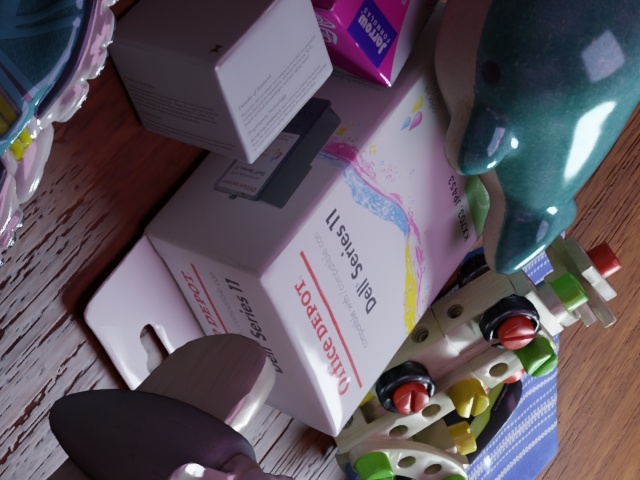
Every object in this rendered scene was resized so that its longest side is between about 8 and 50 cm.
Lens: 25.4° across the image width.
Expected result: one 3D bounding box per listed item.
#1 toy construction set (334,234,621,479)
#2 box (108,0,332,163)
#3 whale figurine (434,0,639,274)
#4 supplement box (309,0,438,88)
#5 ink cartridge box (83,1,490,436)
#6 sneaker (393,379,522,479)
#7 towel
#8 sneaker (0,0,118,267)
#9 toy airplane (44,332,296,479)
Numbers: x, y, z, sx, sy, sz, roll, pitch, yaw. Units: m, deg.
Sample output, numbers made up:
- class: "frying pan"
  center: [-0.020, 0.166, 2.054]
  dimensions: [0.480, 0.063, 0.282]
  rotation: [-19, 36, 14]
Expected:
- class: "toy construction set"
  center: [0.135, 0.113, 1.232]
  dimensions: [0.327, 0.151, 0.215]
  rotation: [-44, 135, 2]
- class: "box"
  center: [-0.067, -0.124, 0.942]
  dimensions: [0.102, 0.101, 0.087]
  rotation: [-51, 142, -27]
- class: "whale figurine"
  center: [0.178, -0.098, 1.053]
  dimensions: [0.216, 0.141, 0.272]
  rotation: [-37, 134, -42]
- class: "supplement box"
  center: [0.037, -0.238, 1.019]
  dimensions: [0.220, 0.114, 0.111]
  rotation: [-61, 146, -9]
- class: "ink cartridge box"
  center: [0.000, 0.000, 1.082]
  dimensions: [0.353, 0.119, 0.207]
  rotation: [-52, 142, -25]
- class: "sneaker"
  center: [0.098, 0.192, 1.377]
  dimensions: [0.235, 0.097, 0.084]
  rotation: [-55, -175, 10]
- class: "towel"
  center: [0.196, 0.159, 1.516]
  dimensions: [0.243, 0.040, 0.336]
  rotation: [-35, 133, -41]
- class: "sneaker"
  center: [-0.197, -0.091, 0.785]
  dimensions: [0.110, 0.107, 0.275]
  rotation: [23, 88, -47]
- class: "toy airplane"
  center: [-0.181, 0.241, 0.743]
  dimensions: [0.272, 0.384, 0.386]
  rotation: [91, -10, -63]
